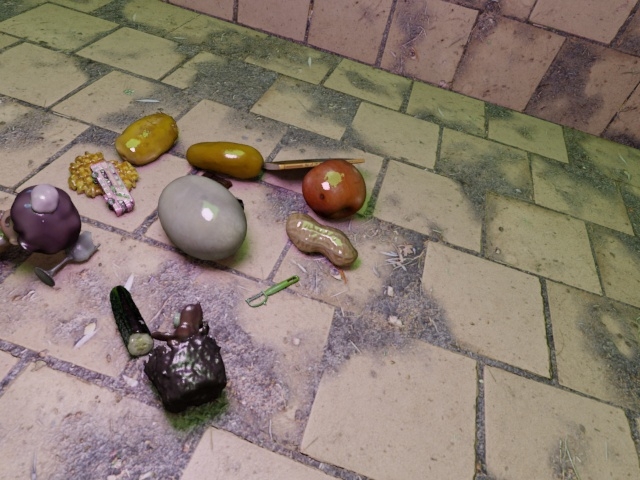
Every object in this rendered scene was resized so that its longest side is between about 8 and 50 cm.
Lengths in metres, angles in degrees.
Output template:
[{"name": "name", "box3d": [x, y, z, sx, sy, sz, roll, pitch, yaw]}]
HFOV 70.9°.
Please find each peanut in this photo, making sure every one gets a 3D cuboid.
[{"name": "peanut", "box3d": [0.000, 0.000, 1.648, 0.298, 0.120, 0.136, 26, 69, 10]}]

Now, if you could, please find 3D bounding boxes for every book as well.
[{"name": "book", "box3d": [-0.039, -0.332, 1.932, 0.389, 0.032, 0.269, -8, 13, -24]}]

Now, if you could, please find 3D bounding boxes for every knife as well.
[{"name": "knife", "box3d": [-0.151, 0.170, 1.508, 0.212, 0.015, 0.054, -26, 58, -34]}]

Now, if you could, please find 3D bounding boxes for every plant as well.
[{"name": "plant", "box3d": [-0.357, 0.320, 1.182, 0.178, 0.204, 0.234, -11, 60, -37]}]

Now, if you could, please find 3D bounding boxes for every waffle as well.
[{"name": "waffle", "box3d": [-0.827, -0.255, 1.723, 0.253, 0.056, 0.249, -1, 48, -14]}]

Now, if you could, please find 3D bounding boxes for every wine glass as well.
[{"name": "wine glass", "box3d": [-0.788, 0.052, 1.411, 0.079, 0.079, 0.195, 24, 47, 9]}]

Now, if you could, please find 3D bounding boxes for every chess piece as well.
[{"name": "chess piece", "box3d": [-0.394, 0.243, 1.356, 0.093, 0.042, 0.042, 9, 44, -14]}]

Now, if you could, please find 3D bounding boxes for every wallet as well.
[{"name": "wallet", "box3d": [-0.470, -0.194, 1.770, 0.133, 0.039, 0.243, 24, 42, 15]}]

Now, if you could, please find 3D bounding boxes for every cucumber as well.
[{"name": "cucumber", "box3d": [-0.560, 0.224, 1.308, 0.074, 0.074, 0.241, -20, 51, -31]}]

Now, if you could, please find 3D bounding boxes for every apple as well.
[{"name": "apple", "box3d": [0.056, -0.194, 1.775, 0.253, 0.253, 0.253, 8, 45, -8]}]

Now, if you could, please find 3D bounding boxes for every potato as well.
[{"name": "potato", "box3d": [-0.715, -0.425, 1.863, 0.173, 0.140, 0.300, 30, 51, 6]}]

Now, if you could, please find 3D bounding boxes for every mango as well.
[{"name": "mango", "box3d": [-0.393, -0.335, 1.837, 0.331, 0.142, 0.195, 7, 1, -2]}]

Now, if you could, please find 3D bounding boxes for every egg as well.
[{"name": "egg", "box3d": [-0.399, -0.078, 1.520, 0.258, 0.258, 0.352, -24, 56, -33]}]

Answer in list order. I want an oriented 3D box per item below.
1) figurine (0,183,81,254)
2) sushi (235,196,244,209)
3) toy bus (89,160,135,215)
[{"name": "figurine", "box3d": [-0.900, -0.056, 1.338, 0.365, 0.206, 0.218, -6, 14, 4]}, {"name": "sushi", "box3d": [-0.322, -0.119, 1.702, 0.056, 0.083, 0.085, -1, 45, -15]}, {"name": "toy bus", "box3d": [-0.751, -0.190, 1.619, 0.090, 0.063, 0.203, -29, 85, -27]}]
